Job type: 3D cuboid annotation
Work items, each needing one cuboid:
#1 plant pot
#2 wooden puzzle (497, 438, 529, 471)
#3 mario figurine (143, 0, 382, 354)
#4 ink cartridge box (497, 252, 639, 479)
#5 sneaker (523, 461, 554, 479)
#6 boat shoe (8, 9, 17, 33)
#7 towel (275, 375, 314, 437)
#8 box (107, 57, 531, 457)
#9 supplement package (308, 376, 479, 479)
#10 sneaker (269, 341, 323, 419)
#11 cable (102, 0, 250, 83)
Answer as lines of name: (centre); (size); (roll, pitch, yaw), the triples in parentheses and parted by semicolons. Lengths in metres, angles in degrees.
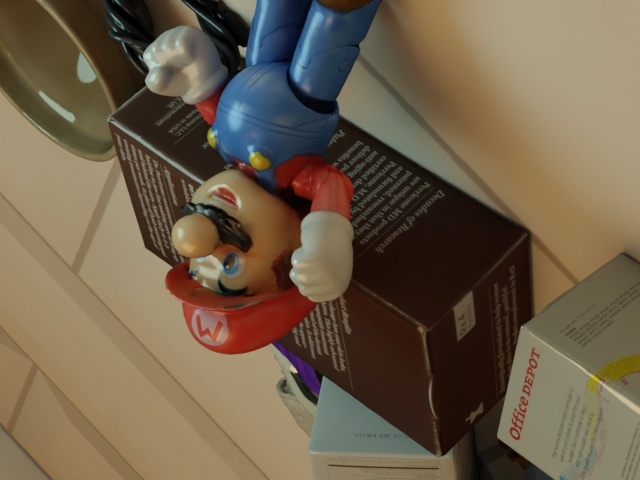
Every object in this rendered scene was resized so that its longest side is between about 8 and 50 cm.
plant pot: (-0.235, -0.198, 1.705); (0.237, 0.110, 0.237); (37, 154, 22)
wooden puzzle: (0.202, 0.209, 1.720); (0.049, 0.006, 0.083); (52, 157, -10)
mario figurine: (-0.053, -0.066, 1.352); (0.198, 0.170, 0.321); (-121, 41, -73)
ink cartridge box: (0.241, 0.122, 1.331); (0.176, 0.127, 0.128); (35, 139, 27)
sneaker: (0.247, 0.362, 1.656); (0.315, 0.182, 0.127); (50, 158, -9)
boat shoe: (-0.342, -0.300, 1.778); (0.084, 0.079, 0.233); (12, 136, 57)
towel: (0.073, 0.239, 1.942); (0.282, 0.049, 0.187); (8, 135, 57)
box: (0.000, 0.000, 1.580); (0.381, 0.143, 0.191); (36, 154, 30)
supplement package: (0.077, 0.236, 1.721); (0.139, 0.134, 0.244); (1, 132, 11)
sneaker: (-0.022, 0.054, 1.765); (0.293, 0.102, 0.146); (47, 153, -10)
cable: (-0.122, -0.188, 1.498); (0.047, 0.184, 0.151); (-30, 90, 25)
